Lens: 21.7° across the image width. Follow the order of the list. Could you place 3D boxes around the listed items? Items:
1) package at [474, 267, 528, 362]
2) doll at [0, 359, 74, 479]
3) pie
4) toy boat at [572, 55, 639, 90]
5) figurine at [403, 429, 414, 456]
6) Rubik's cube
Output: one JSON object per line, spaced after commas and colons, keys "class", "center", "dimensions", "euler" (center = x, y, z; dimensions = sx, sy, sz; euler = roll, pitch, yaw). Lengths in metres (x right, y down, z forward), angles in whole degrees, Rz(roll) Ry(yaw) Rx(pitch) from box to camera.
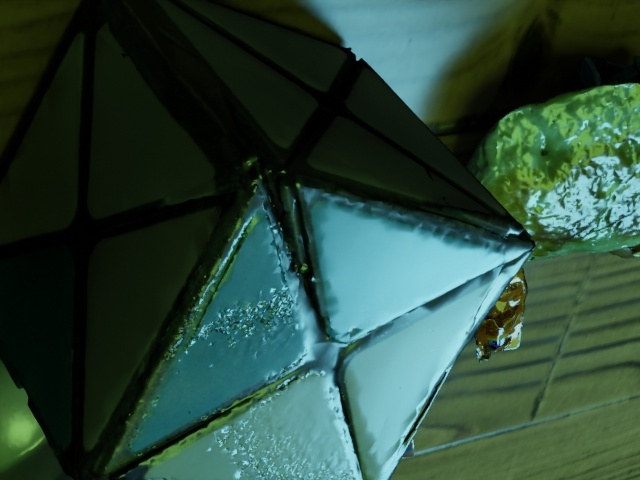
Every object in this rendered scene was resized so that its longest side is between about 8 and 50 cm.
{"class": "package", "center": [0.195, 0.087, 1.832], "dimensions": [0.077, 0.033, 0.111], "euler": [-14, 131, -13]}
{"class": "doll", "center": [-0.230, 0.162, 1.460], "dimensions": [0.251, 0.221, 0.221], "euler": [-21, 139, -6]}
{"class": "pie", "center": [0.267, -0.068, 1.665], "dimensions": [0.274, 0.105, 0.257], "euler": [-5, 144, -24]}
{"class": "toy boat", "center": [0.310, -0.153, 1.666], "dimensions": [0.137, 0.060, 0.061], "euler": [17, 137, -42]}
{"class": "figurine", "center": [-0.036, 0.228, 1.692], "dimensions": [0.275, 0.158, 0.161], "euler": [-36, 137, -3]}
{"class": "Rubik's cube", "center": [-0.069, 0.011, 1.339], "dimensions": [0.305, 0.310, 0.307], "euler": [12, 117, -45]}
